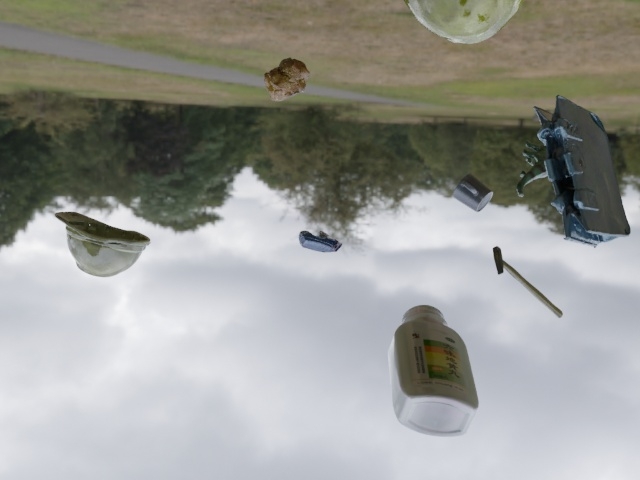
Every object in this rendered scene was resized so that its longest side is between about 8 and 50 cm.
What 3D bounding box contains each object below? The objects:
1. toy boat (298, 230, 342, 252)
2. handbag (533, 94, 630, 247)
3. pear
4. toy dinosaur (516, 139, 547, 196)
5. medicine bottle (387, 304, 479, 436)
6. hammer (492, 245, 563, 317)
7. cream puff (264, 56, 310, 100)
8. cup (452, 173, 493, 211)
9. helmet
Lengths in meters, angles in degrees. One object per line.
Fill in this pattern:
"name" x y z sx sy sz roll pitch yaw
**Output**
"toy boat" 0.000 0.000 1.298 0.083 0.038 0.038 15 -174 -14
"handbag" 0.422 -0.109 1.171 0.062 0.229 0.179 -20 161 39
"pear" 0.377 -0.713 1.903 0.352 0.413 0.352 -13 -137 13
"toy dinosaur" 0.592 -0.214 1.998 0.292 0.079 0.120 -27 -134 -38
"medicine bottle" 0.248 0.284 1.637 0.179 0.124 0.324 11 -150 -5
"hammer" 0.369 0.085 1.274 0.013 0.199 0.062 -34 -148 32
"cream puff" -0.087 -0.401 1.794 0.122 0.094 0.116 -9 -161 34
"cup" 0.397 -0.125 1.884 0.077 0.078 0.100 40 -175 23
"helmet" -0.601 0.025 1.944 0.257 0.137 0.204 18 -173 1
